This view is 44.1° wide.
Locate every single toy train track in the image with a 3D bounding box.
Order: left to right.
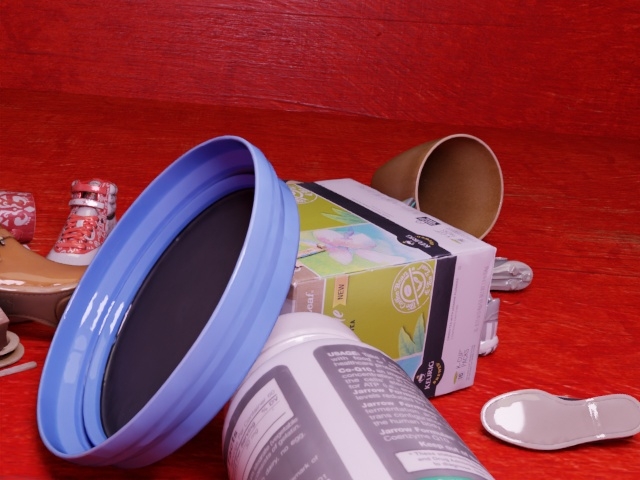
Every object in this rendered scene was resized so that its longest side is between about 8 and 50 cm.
[{"bbox_3d":[-0.025,0.012,0.914,0.083,0.014,0.048,-14,29,-41],"label":"toy train track"}]

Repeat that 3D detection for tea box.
[{"bbox_3d":[0.001,0.071,1.096,0.324,0.219,0.329,-10,25,-34],"label":"tea box"}]

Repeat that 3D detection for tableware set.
[{"bbox_3d":[-0.478,0.145,1.012,0.128,0.039,0.194,23,25,39],"label":"tableware set"}]

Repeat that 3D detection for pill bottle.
[{"bbox_3d":[0.026,0.214,0.713,0.204,0.204,0.361,-1,20,-19],"label":"pill bottle"}]

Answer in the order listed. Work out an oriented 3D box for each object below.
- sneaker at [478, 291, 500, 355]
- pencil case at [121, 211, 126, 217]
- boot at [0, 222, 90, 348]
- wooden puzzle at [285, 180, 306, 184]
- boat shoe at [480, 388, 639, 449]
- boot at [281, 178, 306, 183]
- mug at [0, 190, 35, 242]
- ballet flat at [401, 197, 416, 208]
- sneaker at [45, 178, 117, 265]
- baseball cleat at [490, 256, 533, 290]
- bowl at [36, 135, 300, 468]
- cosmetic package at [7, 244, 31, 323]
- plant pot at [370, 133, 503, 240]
[{"bbox_3d":[0.182,0.084,1.249,0.229,0.132,0.086,17,22,28],"label":"sneaker"},{"bbox_3d":[-0.198,0.022,1.337,0.284,0.124,0.124,9,19,5],"label":"pencil case"},{"bbox_3d":[-0.423,0.031,1.090,0.283,0.109,0.220,-24,63,-40],"label":"boot"},{"bbox_3d":[0.000,0.000,1.443,0.221,0.044,0.238,13,56,19],"label":"wooden puzzle"},{"bbox_3d":[0.301,0.232,1.004,0.206,0.075,0.065,-1,-24,-4],"label":"boat shoe"},{"bbox_3d":[0.005,-0.031,1.576,0.338,0.118,0.222,-4,26,-14],"label":"boot"},{"bbox_3d":[-0.606,-0.024,1.416,0.169,0.150,0.113,-1,-17,-32],"label":"mug"},{"bbox_3d":[0.115,-0.014,1.475,0.070,0.070,0.188,16,61,27],"label":"ballet flat"},{"bbox_3d":[-0.415,-0.023,1.358,0.090,0.144,0.270,6,19,1],"label":"sneaker"},{"bbox_3d":[0.286,0.063,1.473,0.206,0.072,0.109,7,5,-11],"label":"baseball cleat"},{"bbox_3d":[-0.170,0.066,0.877,0.077,0.391,0.391,34,4,-30],"label":"bowl"},{"bbox_3d":[-0.523,0.074,1.143,0.231,0.085,0.117,-9,24,-33],"label":"cosmetic package"},{"bbox_3d":[0.229,-0.114,1.747,0.237,0.237,0.254,-5,8,-30],"label":"plant pot"}]
